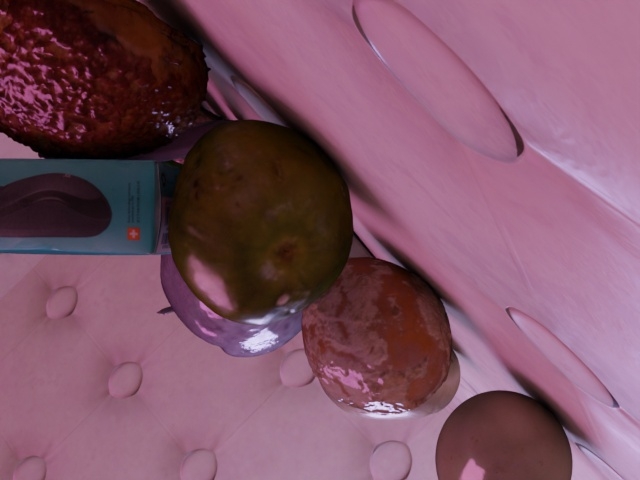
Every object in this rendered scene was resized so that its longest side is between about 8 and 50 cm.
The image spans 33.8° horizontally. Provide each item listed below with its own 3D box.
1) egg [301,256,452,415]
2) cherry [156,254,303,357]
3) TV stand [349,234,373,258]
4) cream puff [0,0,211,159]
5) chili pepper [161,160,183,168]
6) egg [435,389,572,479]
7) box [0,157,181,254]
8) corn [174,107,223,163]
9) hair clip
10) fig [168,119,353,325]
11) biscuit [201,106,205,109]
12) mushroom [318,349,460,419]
[{"bbox_3d":[0.074,0.125,1.439,0.245,0.203,0.203,55,-177,40],"label":"egg"},{"bbox_3d":[-0.133,0.040,1.795,0.335,0.292,0.326,-166,72,-79],"label":"cherry"},{"bbox_3d":[0.000,0.000,1.630,0.083,0.088,0.269,42,175,45],"label":"TV stand"},{"bbox_3d":[-0.311,-0.215,1.307,0.351,0.228,0.350,30,-179,0],"label":"cream puff"},{"bbox_3d":[-0.330,-0.248,1.828,0.168,0.213,0.385,-9,154,29],"label":"chili pepper"},{"bbox_3d":[0.253,0.301,1.456,0.188,0.188,0.253,43,166,27],"label":"egg"},{"bbox_3d":[-0.326,-0.041,1.327,0.312,0.118,0.205,2,179,6],"label":"box"},{"bbox_3d":[-0.256,-0.189,1.703,0.127,0.126,0.335,42,-169,34],"label":"corn"},{"bbox_3d":[-0.234,-0.130,1.511,0.359,0.095,0.110,-6,-126,-49],"label":"hair clip"},{"bbox_3d":[-0.100,-0.051,1.265,0.314,0.233,0.233,46,177,33],"label":"fig"},{"bbox_3d":[-0.222,-0.232,1.946,0.084,0.023,0.084,45,175,5],"label":"biscuit"},{"bbox_3d":[0.118,0.204,1.793,0.246,0.202,0.246,6,-169,-1],"label":"mushroom"}]
